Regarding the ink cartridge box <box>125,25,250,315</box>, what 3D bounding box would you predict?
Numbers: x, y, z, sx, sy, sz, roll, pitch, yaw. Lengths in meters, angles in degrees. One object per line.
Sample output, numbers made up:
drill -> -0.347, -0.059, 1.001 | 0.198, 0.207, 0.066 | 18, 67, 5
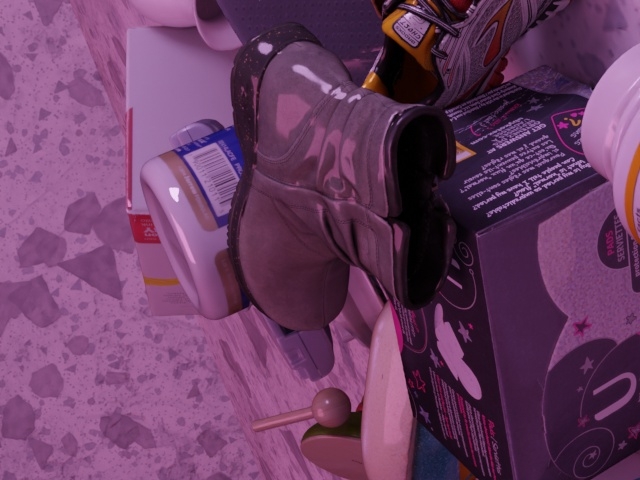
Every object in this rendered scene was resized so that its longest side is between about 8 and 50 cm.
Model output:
ink cartridge box -> -0.180, -0.082, 1.549 | 0.384, 0.161, 0.279 | 98, 168, -66

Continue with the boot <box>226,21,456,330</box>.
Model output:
boot -> 0.013, -0.001, 0.679 | 0.161, 0.083, 0.246 | 43, 149, 40

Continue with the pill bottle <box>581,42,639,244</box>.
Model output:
pill bottle -> 0.218, -0.017, 0.500 | 0.215, 0.117, 0.117 | 49, 159, 48

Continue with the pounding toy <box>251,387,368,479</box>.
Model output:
pounding toy -> 0.052, 0.252, 1.532 | 0.237, 0.110, 0.183 | 34, 147, -29

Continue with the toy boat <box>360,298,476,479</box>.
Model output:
toy boat -> 0.099, 0.181, 0.976 | 0.148, 0.318, 0.267 | 13, 123, 18

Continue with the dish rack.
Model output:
dish rack -> 0.000, 0.000, 1.219 | 0.285, 0.072, 0.333 | 63, -178, 14

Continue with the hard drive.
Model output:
hard drive -> 0.011, -0.200, 0.891 | 0.172, 0.054, 0.254 | -47, 64, 29

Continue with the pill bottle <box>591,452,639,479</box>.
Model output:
pill bottle -> 0.240, 0.263, 0.831 | 0.264, 0.146, 0.146 | 55, 163, 35

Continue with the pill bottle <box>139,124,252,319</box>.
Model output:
pill bottle -> -0.012, -0.047, 0.973 | 0.153, 0.265, 0.153 | 59, 164, 28

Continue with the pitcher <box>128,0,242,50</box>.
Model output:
pitcher -> -0.165, -0.346, 1.359 | 0.207, 0.126, 0.177 | 34, 127, 45

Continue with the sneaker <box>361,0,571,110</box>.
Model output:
sneaker -> 0.095, -0.149, 0.700 | 0.088, 0.093, 0.225 | 49, 140, 23

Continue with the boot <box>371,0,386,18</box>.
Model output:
boot -> 0.045, -0.253, 0.729 | 0.197, 0.073, 0.152 | 64, -160, -68

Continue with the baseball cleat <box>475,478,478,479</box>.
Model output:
baseball cleat -> 0.150, 0.222, 1.161 | 0.072, 0.109, 0.205 | 14, -129, -65

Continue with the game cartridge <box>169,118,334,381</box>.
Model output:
game cartridge -> -0.069, 0.001, 1.200 | 0.294, 0.060, 0.196 | 62, 178, -9

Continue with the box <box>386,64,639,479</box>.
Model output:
box -> 0.148, 0.035, 0.745 | 0.142, 0.163, 0.247 | 43, 153, 50
